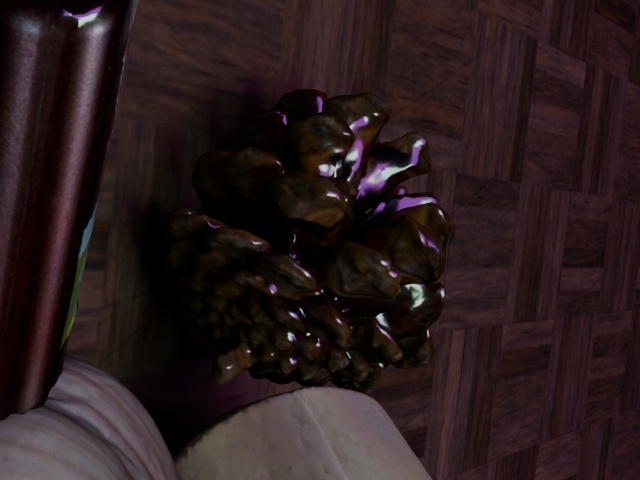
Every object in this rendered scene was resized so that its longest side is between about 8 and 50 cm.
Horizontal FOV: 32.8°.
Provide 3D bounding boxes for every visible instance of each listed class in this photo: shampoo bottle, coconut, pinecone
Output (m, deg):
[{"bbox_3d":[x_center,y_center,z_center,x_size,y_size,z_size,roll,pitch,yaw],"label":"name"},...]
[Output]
[{"bbox_3d":[-0.134,-0.063,0.498,0.129,0.084,0.323,-102,-155,-47],"label":"shampoo bottle"},{"bbox_3d":[-0.020,0.229,0.839,0.239,0.244,0.239,-17,133,-19],"label":"coconut"},{"bbox_3d":[0.000,0.000,0.905,0.244,0.244,0.309,62,38,-43],"label":"pinecone"}]

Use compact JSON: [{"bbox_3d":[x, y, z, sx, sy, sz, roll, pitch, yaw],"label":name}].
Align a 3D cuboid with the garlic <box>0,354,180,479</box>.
[{"bbox_3d":[-0.184,0.221,0.659,0.241,0.322,0.321,23,75,-22],"label":"garlic"}]
